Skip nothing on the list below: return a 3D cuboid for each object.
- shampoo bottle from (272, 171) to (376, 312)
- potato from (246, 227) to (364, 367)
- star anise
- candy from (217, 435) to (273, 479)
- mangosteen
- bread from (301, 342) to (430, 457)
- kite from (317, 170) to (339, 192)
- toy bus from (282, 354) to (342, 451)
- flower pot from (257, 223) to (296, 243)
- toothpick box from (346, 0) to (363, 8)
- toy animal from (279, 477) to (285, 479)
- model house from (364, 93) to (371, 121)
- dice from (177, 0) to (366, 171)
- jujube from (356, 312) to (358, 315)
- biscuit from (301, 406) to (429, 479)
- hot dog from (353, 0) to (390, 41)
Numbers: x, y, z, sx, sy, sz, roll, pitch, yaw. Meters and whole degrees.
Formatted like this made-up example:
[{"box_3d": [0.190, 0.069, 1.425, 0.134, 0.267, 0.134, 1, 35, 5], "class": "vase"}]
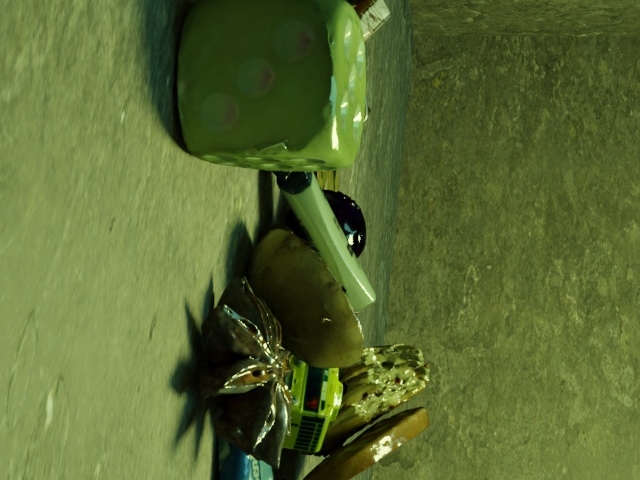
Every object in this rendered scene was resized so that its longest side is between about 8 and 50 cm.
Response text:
[{"box_3d": [0.003, -0.022, 1.955, 0.359, 0.078, 0.134, 63, -1, -13], "class": "shampoo bottle"}, {"box_3d": [-0.049, 0.125, 1.787, 0.116, 0.299, 0.239, -32, 175, -35], "class": "potato"}, {"box_3d": [-0.123, 0.223, 1.616, 0.332, 0.118, 0.331, -17, 90, -77], "class": "star anise"}, {"box_3d": [-0.137, 0.400, 1.751, 0.187, 0.077, 0.331, -5, 93, -73], "class": "candy"}, {"box_3d": [0.000, 0.000, 2.128, 0.230, 0.194, 0.194, -61, 171, 7], "class": "mangosteen"}, {"box_3d": [0.085, 0.363, 2.345, 0.191, 0.370, 0.314, 57, -1, 15], "class": "bread"}, {"box_3d": [0.019, -0.116, 2.569, 0.377, 0.013, 0.327, 63, 32, -72], "class": "kite"}, {"box_3d": [-0.040, 0.328, 1.945, 0.262, 0.150, 0.128, 102, -3, -61], "class": "toy bus"}, {"box_3d": [-0.075, 0.020, 1.921, 0.111, 0.111, 0.089, -76, 153, -45], "class": "flower pot"}, {"box_3d": [0.024, -0.602, 2.082, 0.308, 0.190, 0.187, -14, 105, -82], "class": "toothpick box"}, {"box_3d": [-0.094, 0.587, 2.072, 0.079, 0.070, 0.253, -60, -164, 24], "class": "toy animal"}, {"box_3d": [0.034, -0.288, 2.227, 0.229, 0.122, 0.188, -49, -177, 6], "class": "model house"}, {"box_3d": [-0.070, -0.241, 1.485, 0.254, 0.252, 0.249, 10, 82, -77], "class": "dice"}, {"box_3d": [0.053, 0.204, 2.617, 0.104, 0.104, 0.166, -16, 119, -78], "class": "jujube"}, {"box_3d": [0.076, 0.500, 2.241, 0.070, 0.350, 0.394, 57, 31, 10], "class": "biscuit"}, {"box_3d": [0.045, -0.432, 2.128, 0.075, 0.268, 0.144, 47, 16, -4], "class": "hot dog"}]
